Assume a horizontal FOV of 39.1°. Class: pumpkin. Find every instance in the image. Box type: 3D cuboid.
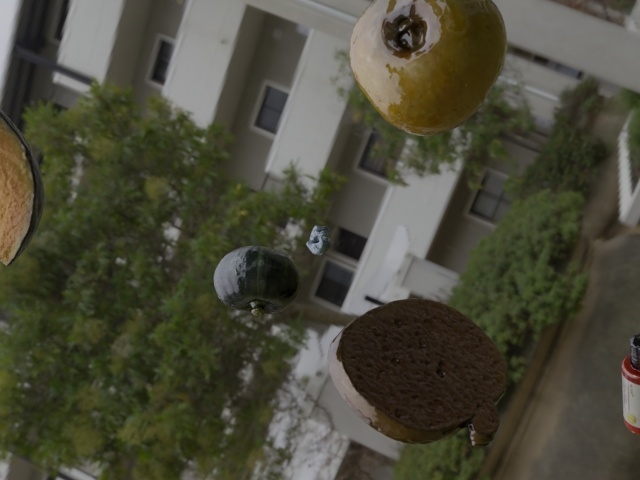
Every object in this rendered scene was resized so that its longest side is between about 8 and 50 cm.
[{"bbox_3d":[-0.119,0.077,1.697,0.167,0.167,0.125,90,-157,-65],"label":"pumpkin"},{"bbox_3d":[-0.436,-0.098,1.176,0.148,0.312,0.169,-48,-13,0],"label":"pumpkin"}]

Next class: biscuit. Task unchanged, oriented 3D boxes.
[{"bbox_3d":[0.201,0.260,1.725,0.394,0.350,0.070,-11,-41,-41],"label":"biscuit"}]

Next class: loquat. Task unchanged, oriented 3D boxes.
[{"bbox_3d":[0.189,-0.314,1.568,0.275,0.275,0.274,23,-90,-80],"label":"loquat"}]

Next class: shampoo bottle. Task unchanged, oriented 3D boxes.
[{"bbox_3d":[0.806,0.352,2.250,0.104,0.104,0.278,-55,-40,-47],"label":"shampoo bottle"}]

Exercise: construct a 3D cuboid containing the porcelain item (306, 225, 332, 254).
[{"bbox_3d":[0.000,0.000,1.348,0.083,0.036,0.028,-82,-26,-71],"label":"porcelain item"}]
